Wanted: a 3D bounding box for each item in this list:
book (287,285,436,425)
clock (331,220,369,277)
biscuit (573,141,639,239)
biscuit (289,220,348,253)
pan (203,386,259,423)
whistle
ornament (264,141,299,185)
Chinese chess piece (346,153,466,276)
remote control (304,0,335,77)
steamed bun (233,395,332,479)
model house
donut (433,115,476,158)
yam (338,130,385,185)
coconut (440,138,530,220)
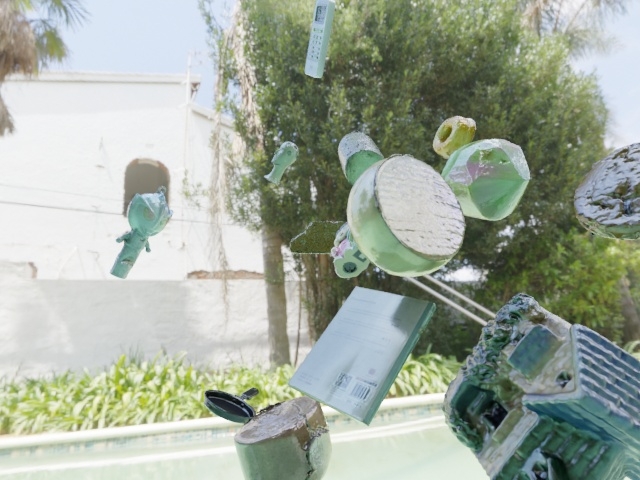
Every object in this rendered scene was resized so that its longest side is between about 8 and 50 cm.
[{"bbox_3d":[0.084,0.213,0.827,0.215,0.283,0.025,8,-45,45],"label":"book"},{"bbox_3d":[0.116,-0.003,1.248,0.100,0.195,0.194,35,-64,-20],"label":"clock"},{"bbox_3d":[0.758,-0.132,0.973,0.075,0.296,0.296,36,-38,-26],"label":"biscuit"},{"bbox_3d":[-0.004,-0.011,1.625,0.236,0.131,0.026,0,-6,8],"label":"biscuit"},{"bbox_3d":[-0.207,0.406,1.019,0.136,0.028,0.235,23,-4,16],"label":"pan"},{"bbox_3d":[-0.624,-0.034,1.412,0.133,0.346,0.142,25,-4,15],"label":"whistle"},{"bbox_3d":[-0.138,-0.280,1.453,0.081,0.156,0.075,27,13,-26],"label":"ornament"},{"bbox_3d":[0.189,-0.054,0.893,0.270,0.270,0.112,5,-24,-29],"label":"Chinese chess piece"},{"bbox_3d":[-0.004,-0.714,1.442,0.034,0.103,0.250,-3,-59,-30],"label":"remote control"},{"bbox_3d":[-0.076,0.599,1.177,0.199,0.251,0.301,-25,-7,41],"label":"steamed bun"},{"bbox_3d":[0.561,0.425,0.943,0.395,0.445,0.400,35,7,-6],"label":"model house"},{"bbox_3d":[0.520,-0.414,1.612,0.074,0.174,0.190,17,11,-20],"label":"donut"},{"bbox_3d":[0.157,-0.313,1.564,0.168,0.168,0.304,-5,26,0],"label":"yam"},{"bbox_3d":[0.431,-0.159,1.062,0.236,0.205,0.236,-11,14,3],"label":"coconut"}]
